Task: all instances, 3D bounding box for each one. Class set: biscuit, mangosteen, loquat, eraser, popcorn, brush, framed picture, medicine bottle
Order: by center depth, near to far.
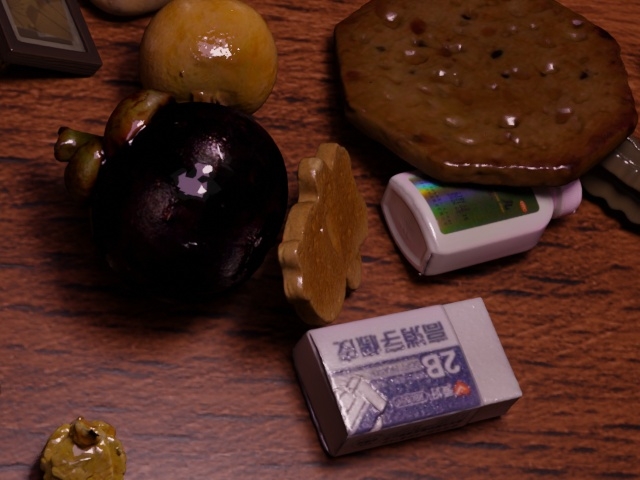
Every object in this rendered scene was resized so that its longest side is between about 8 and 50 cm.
[{"bbox_3d":[-0.219,0.197,1.657,0.084,0.084,0.084,9,58,-15],"label":"popcorn"},{"bbox_3d":[-0.157,-0.054,1.761,0.250,0.211,0.211,30,54,12],"label":"mangosteen"},{"bbox_3d":[0.089,0.137,1.815,0.210,0.068,0.124,-10,64,-26],"label":"eraser"},{"bbox_3d":[0.000,0.000,1.818,0.036,0.166,0.225,-5,38,20],"label":"biscuit"},{"bbox_3d":[-0.120,-0.190,1.892,0.163,0.137,0.163,18,56,-29],"label":"loquat"},{"bbox_3d":[-0.313,-0.257,1.896,0.128,0.023,0.168,4,54,-49],"label":"framed picture"},{"bbox_3d":[0.183,-0.037,1.946,0.219,0.078,0.115,-14,56,-26],"label":"medicine bottle"},{"bbox_3d":[0.185,-0.182,2.003,0.359,0.046,0.359,4,46,-4],"label":"biscuit"},{"bbox_3d":[0.290,-0.123,2.047,0.301,0.084,0.071,37,54,14],"label":"brush"}]

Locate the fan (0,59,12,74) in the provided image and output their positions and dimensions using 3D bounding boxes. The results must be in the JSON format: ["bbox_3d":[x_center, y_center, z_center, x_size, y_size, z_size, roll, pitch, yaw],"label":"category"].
[{"bbox_3d":[-0.389,-0.202,1.858,0.155,0.039,0.082,-23,71,-29],"label":"fan"}]

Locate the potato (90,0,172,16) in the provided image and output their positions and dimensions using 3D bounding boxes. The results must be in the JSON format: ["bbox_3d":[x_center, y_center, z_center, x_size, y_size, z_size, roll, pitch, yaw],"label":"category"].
[{"bbox_3d":[-0.188,-0.317,1.962,0.178,0.118,0.109,-25,36,-17],"label":"potato"}]
